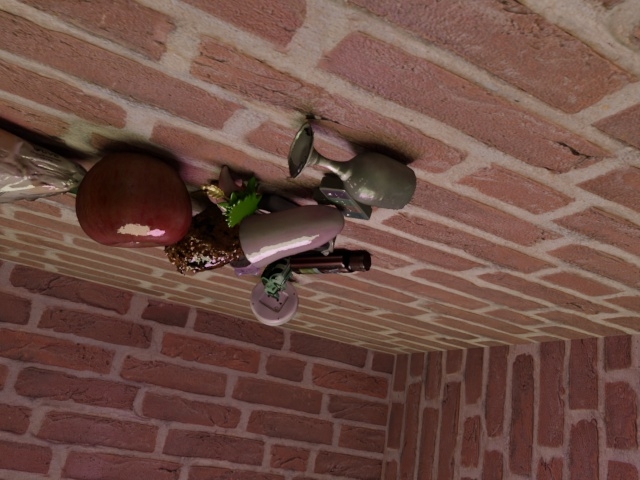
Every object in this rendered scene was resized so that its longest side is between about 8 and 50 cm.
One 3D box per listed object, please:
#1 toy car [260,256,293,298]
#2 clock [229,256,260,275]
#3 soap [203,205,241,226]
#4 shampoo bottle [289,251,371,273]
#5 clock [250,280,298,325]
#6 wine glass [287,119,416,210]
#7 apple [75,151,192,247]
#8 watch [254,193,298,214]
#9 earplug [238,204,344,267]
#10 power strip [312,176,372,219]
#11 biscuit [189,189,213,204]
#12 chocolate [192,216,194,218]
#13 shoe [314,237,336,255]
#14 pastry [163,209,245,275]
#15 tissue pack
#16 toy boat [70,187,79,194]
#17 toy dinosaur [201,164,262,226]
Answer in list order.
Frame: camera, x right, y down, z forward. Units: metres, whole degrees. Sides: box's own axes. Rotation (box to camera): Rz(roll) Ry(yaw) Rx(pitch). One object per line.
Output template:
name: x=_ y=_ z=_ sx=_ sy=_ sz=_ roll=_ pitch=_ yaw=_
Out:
toy car: x=-0.186 y=0.151 z=2.426 sx=0.125 sy=0.136 sz=0.306 roll=32 pitch=158 yaw=0
clock: x=-0.314 y=0.089 z=2.328 sx=0.153 sy=0.109 sz=0.050 roll=-5 pitch=160 yaw=33
soap: x=-0.339 y=-0.046 z=2.008 sx=0.140 sy=0.073 sz=0.232 roll=-4 pitch=156 yaw=24
shampoo bottle: x=0.042 y=0.090 z=2.207 sx=0.323 sy=0.084 sz=0.129 roll=-3 pitch=160 yaw=30
clock: x=-0.220 y=0.289 z=2.677 sx=0.231 sy=0.230 sz=0.083 roll=9 pitch=158 yaw=2
wine glass: x=0.079 y=-0.170 z=1.359 sx=0.321 sy=0.143 sz=0.143 roll=18 pitch=159 yaw=-24
apple: x=-0.539 y=-0.118 z=1.634 sx=0.345 sy=0.269 sz=0.345 roll=-2 pitch=172 yaw=0
watch: x=-0.173 y=-0.090 z=1.818 sx=0.206 sy=0.068 sz=0.193 roll=23 pitch=156 yaw=-39
earplug: x=-0.069 y=-0.029 z=1.670 sx=0.302 sy=0.172 sz=0.172 roll=-13 pitch=154 yaw=20
power strip: x=0.053 y=-0.128 z=1.630 sx=0.145 sy=0.061 sz=0.216 roll=8 pitch=162 yaw=27
biscuit: x=-0.375 y=-0.141 z=1.838 sx=0.081 sy=0.018 sz=0.083 roll=-9 pitch=155 yaw=40
chocolate: x=-0.489 y=-0.037 z=2.097 sx=0.125 sy=0.080 sz=0.149 roll=23 pitch=158 yaw=-36
shoe: x=0.000 y=0.000 z=1.998 sx=0.100 sy=0.071 sz=0.169 roll=18 pitch=161 yaw=-7
pastry: x=-0.381 y=0.004 z=1.832 sx=0.275 sy=0.192 sz=0.275 roll=-15 pitch=-179 yaw=0
tissue pack: x=-0.939 y=-0.203 z=1.662 sx=0.390 sy=0.194 sz=0.376 roll=-7 pitch=162 yaw=39
toy boat: x=-0.795 y=-0.180 z=1.875 sx=0.211 sy=0.052 sz=0.104 roll=6 pitch=163 yaw=14
toy dinosaur: x=-0.268 y=-0.148 z=1.667 sx=0.177 sy=0.152 sz=0.194 roll=44 pitch=163 yaw=23
